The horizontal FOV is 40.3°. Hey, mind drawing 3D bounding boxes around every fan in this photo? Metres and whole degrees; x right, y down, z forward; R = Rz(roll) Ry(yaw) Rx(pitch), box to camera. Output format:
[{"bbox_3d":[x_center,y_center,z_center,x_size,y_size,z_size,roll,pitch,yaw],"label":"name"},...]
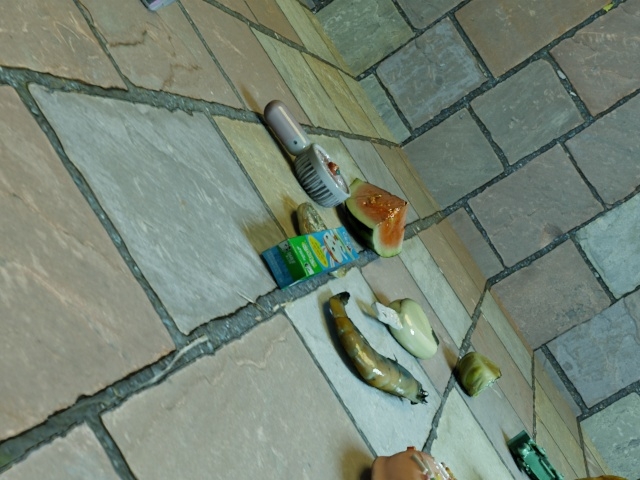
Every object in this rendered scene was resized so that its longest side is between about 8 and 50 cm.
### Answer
[{"bbox_3d":[-0.029,-0.174,1.729,0.244,0.074,0.130,54,15,-9],"label":"fan"}]

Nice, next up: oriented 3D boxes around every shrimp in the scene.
[{"bbox_3d":[0.093,0.171,1.418,0.262,0.051,0.198,37,23,-46],"label":"shrimp"}]

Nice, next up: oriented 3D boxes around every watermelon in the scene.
[{"bbox_3d":[0.108,-0.034,1.864,0.145,0.137,0.193,-40,97,-41],"label":"watermelon"}]

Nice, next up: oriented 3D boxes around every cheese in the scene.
[{"bbox_3d":[0.151,0.154,1.651,0.251,0.054,0.127,30,30,-60],"label":"cheese"}]

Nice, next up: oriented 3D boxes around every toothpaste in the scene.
[{"bbox_3d":[-0.009,0.024,1.354,0.065,0.050,0.267,64,19,4],"label":"toothpaste"}]

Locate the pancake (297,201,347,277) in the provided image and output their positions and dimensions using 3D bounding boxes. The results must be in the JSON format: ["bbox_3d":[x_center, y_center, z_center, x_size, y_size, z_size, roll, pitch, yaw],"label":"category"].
[{"bbox_3d":[0.000,0.000,1.535,0.158,0.028,0.158,54,15,-22],"label":"pancake"}]

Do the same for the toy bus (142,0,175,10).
[{"bbox_3d":[-0.254,-0.444,1.469,0.074,0.123,0.060,58,13,-10],"label":"toy bus"}]

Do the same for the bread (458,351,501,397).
[{"bbox_3d":[0.349,0.294,1.945,0.094,0.083,0.157,52,12,-9],"label":"bread"}]

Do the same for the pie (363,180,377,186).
[{"bbox_3d":[0.141,-0.086,2.184,0.153,0.038,0.153,50,17,-22],"label":"pie"}]

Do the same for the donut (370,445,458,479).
[{"bbox_3d":[0.148,0.361,1.105,0.232,0.085,0.199,55,13,-12],"label":"donut"}]

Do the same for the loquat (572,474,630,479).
[{"bbox_3d":[0.462,0.539,1.445,0.276,0.276,0.283,-33,106,-76],"label":"loquat"}]

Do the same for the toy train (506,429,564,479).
[{"bbox_3d":[0.496,0.513,1.997,0.172,0.070,0.099,51,4,-23],"label":"toy train"}]
